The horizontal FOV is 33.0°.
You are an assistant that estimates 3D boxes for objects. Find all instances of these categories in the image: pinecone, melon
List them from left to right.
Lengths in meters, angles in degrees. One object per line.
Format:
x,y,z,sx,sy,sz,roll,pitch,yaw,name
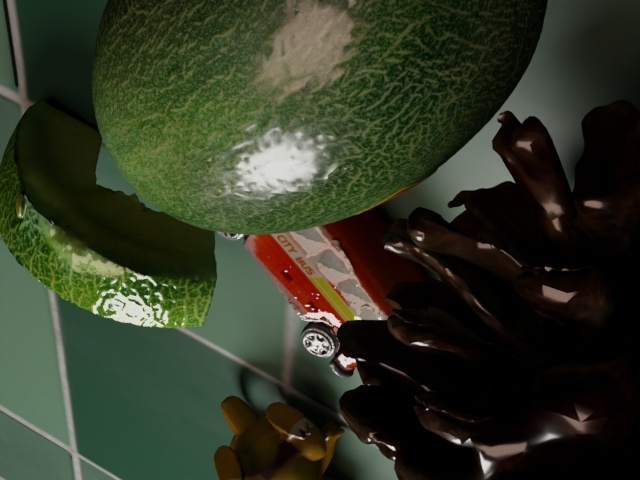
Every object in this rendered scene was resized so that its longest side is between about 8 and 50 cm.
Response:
-0.161,-0.016,0.794,0.210,0.118,0.064,29,135,7,melon
-0.002,-0.102,0.525,0.182,0.182,0.288,51,142,-12,melon
0.156,0.071,0.503,0.242,0.298,0.296,-35,109,7,pinecone

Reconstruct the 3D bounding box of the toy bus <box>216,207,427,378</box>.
0.000,0.000,0.707,0.077,0.079,0.174,-24,109,39,toy bus

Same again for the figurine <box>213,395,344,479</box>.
-0.032,0.200,0.920,0.122,0.121,0.176,37,162,53,figurine
